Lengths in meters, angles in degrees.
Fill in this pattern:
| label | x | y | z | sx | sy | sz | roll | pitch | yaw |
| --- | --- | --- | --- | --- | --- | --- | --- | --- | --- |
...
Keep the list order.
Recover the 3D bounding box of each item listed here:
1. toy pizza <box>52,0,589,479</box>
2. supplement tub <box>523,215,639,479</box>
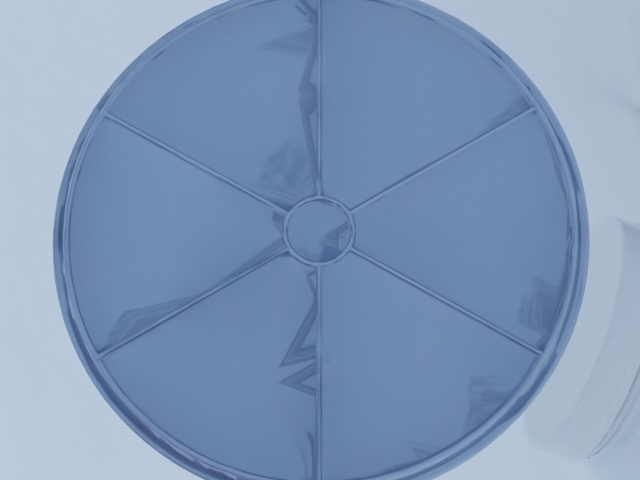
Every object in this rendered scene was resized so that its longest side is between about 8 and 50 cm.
| label | x | y | z | sx | sy | sz | roll | pitch | yaw |
| --- | --- | --- | --- | --- | --- | --- | --- | --- | --- |
| toy pizza | 0.000 | 0.000 | 0.730 | 0.032 | 0.201 | 0.201 | 81 | -12 | -76 |
| supplement tub | 0.217 | 0.077 | 0.966 | 0.199 | 0.144 | 0.144 | 19 | 49 | -8 |
